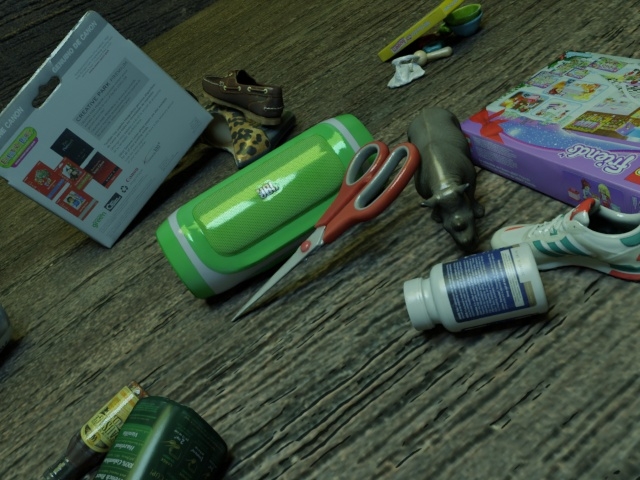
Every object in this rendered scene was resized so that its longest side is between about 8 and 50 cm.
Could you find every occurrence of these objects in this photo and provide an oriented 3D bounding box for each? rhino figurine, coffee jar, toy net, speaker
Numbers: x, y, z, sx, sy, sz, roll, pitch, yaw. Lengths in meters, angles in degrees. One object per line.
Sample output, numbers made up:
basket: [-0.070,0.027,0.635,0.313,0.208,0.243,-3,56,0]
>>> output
rhino figurine: [0.144,-0.071,0.644,0.073,0.106,0.243,-18,35,17]
coffee jar: [-0.159,0.232,0.470,0.079,0.096,0.184,-7,38,34]
toy net: [0.198,-0.368,1.055,0.232,0.045,0.122,-40,35,-16]
speaker: [-0.061,-0.046,0.742,0.297,0.131,0.131,-32,34,-6]

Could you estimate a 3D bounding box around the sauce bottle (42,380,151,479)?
sauce bottle: [-0.237,0.211,0.605,0.042,0.042,0.128,16,55,47]

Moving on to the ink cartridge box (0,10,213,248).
ink cartridge box: [-0.398,-0.194,0.984,0.309,0.272,0.130,-53,38,-7]

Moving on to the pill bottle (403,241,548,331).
pill bottle: [0.143,0.048,0.523,0.120,0.067,0.067,-16,36,18]

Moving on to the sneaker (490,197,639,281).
sneaker: [0.235,-0.011,0.526,0.161,0.075,0.057,8,48,42]

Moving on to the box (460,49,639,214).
box: [0.324,-0.125,0.631,0.201,0.057,0.293,-34,34,-9]

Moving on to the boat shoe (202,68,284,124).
boat shoe: [-0.143,-0.279,1.032,0.207,0.073,0.073,28,39,31]

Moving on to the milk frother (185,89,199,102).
milk frother: [-0.343,-0.243,1.205,0.135,0.129,0.143,3,39,34]

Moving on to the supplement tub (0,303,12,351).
supplement tub: [-0.594,0.193,0.749,0.194,0.193,0.316,-8,40,28]

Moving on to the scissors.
scissors: [0.000,0.000,0.647,0.297,0.021,0.109,-51,36,2]

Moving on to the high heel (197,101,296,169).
high heel: [-0.195,-0.190,1.052,0.261,0.093,0.186,2,37,25]

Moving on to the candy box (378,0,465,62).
candy box: [0.199,-0.412,1.063,0.105,0.027,0.206,-47,14,-23]
